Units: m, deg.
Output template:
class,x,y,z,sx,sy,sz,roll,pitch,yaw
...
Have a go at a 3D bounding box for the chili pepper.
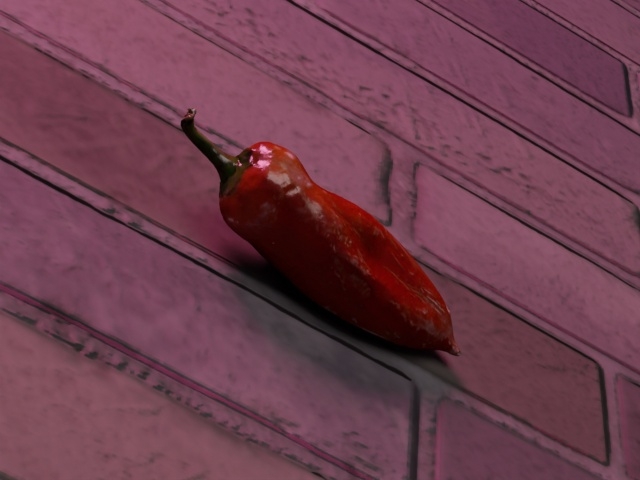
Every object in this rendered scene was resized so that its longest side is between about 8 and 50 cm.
class,x,y,z,sx,sy,sz,roll,pitch,yaw
chili pepper,0.000,0.000,0.852,0.191,0.050,0.059,41,26,-19
